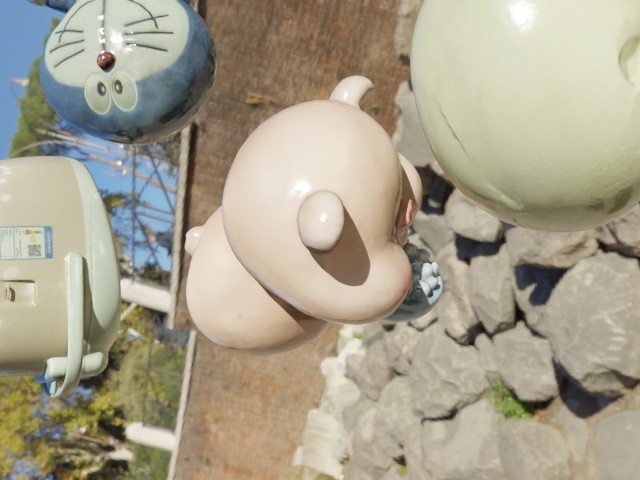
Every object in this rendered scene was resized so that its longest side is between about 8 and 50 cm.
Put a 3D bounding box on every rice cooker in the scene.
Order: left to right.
[{"bbox_3d":[-0.241,0.028,0.574,0.145,0.127,0.206,-25,65,55],"label":"rice cooker"}]

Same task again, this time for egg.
[{"bbox_3d":[0.193,-0.132,0.591,0.219,0.269,0.219,-38,11,9],"label":"egg"}]

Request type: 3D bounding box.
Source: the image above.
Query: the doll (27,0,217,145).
[{"bbox_3d":[-0.202,-0.228,0.710,0.154,0.228,0.259,73,-166,-69],"label":"doll"}]

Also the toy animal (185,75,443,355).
[{"bbox_3d":[-0.019,-0.007,0.619,0.229,0.221,0.210,59,-150,-41],"label":"toy animal"}]
